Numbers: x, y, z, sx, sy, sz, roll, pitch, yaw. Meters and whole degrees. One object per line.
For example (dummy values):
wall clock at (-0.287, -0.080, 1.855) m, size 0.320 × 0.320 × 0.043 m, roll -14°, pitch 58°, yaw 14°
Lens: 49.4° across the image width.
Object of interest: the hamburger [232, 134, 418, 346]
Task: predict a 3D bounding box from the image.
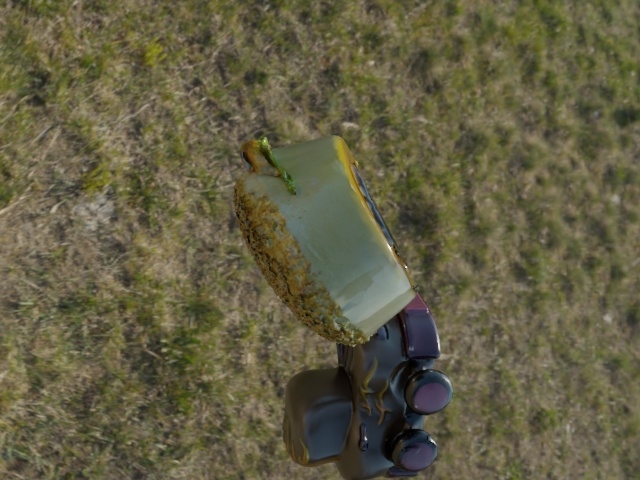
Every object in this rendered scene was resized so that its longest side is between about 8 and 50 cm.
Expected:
hamburger at (0.000, 0.000, 0.920) m, size 0.294 × 0.179 × 0.276 m, roll 64°, pitch 7°, yaw 15°

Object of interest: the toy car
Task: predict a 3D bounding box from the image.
toy car at (0.064, 0.247, 1.187) m, size 0.241 × 0.271 × 0.340 m, roll 3°, pitch 109°, yaw -11°
